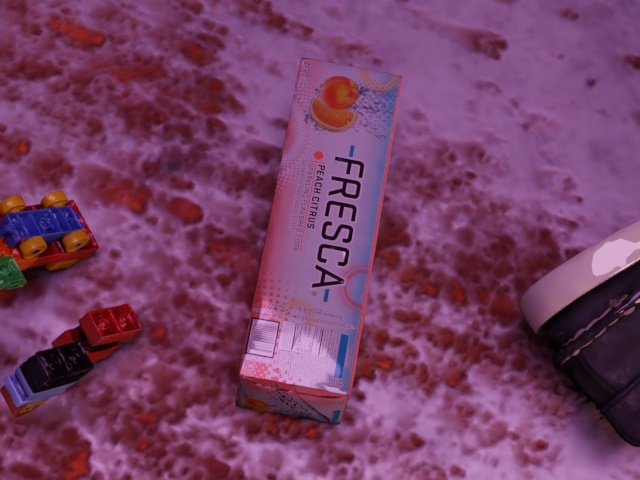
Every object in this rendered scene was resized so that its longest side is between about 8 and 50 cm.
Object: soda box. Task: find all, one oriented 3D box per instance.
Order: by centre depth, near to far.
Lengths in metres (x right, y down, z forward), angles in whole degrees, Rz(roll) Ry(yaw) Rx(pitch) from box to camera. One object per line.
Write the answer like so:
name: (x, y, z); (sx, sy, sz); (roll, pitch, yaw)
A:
soda box: (0.000, 0.000, 0.766); (0.058, 0.063, 0.183); (11, 69, -1)

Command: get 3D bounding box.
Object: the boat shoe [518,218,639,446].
boat shoe: (0.278, 0.005, 0.754); (0.340, 0.127, 0.113); (-23, 74, -11)

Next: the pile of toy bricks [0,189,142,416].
pile of toy bricks: (-0.197, 0.044, 0.708); (0.212, 0.105, 0.118); (-10, 67, -55)
